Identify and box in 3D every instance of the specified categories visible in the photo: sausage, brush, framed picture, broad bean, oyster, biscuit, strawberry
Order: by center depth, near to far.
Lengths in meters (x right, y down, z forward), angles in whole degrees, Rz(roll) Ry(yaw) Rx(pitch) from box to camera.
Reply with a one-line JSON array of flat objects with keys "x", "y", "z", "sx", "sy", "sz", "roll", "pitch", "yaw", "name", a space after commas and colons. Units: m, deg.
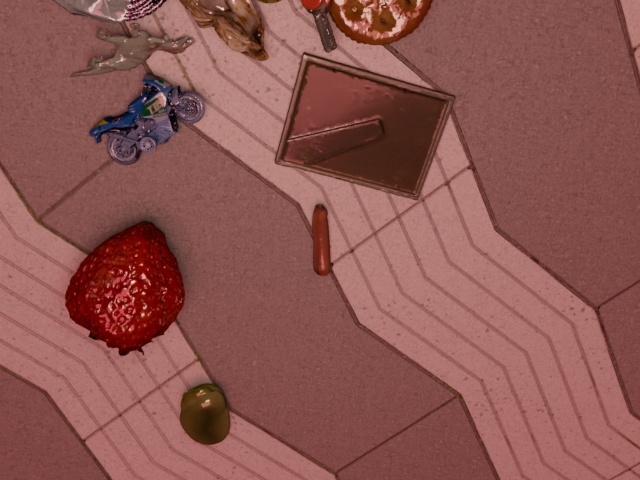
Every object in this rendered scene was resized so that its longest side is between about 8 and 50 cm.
[{"x": -0.207, "y": -0.473, "z": 1.389, "sx": 0.110, "sy": 0.166, "sz": 0.341, "roll": 0, "pitch": 150, "yaw": 31, "name": "oyster"}, {"x": -0.023, "y": -0.517, "z": 1.408, "sx": 0.070, "sy": 0.051, "sz": 0.323, "roll": -12, "pitch": 102, "yaw": 28, "name": "brush"}, {"x": 0.114, "y": -0.493, "z": 1.459, "sx": 0.220, "sy": 0.066, "sz": 0.221, "roll": -1, "pitch": 113, "yaw": -2, "name": "biscuit"}, {"x": 0.092, "y": -0.237, "z": 1.594, "sx": 0.335, "sy": 0.022, "sz": 0.247, "roll": 13, "pitch": 113, "yaw": -9, "name": "framed picture"}, {"x": -0.410, "y": 0.090, "z": 1.610, "sx": 0.257, "sy": 0.257, "sz": 0.277, "roll": 22, "pitch": 96, "yaw": -12, "name": "strawberry"}, {"x": 0.001, "y": 0.000, "z": 1.682, "sx": 0.040, "sy": 0.047, "sz": 0.177, "roll": 3, "pitch": 117, "yaw": 9, "name": "sausage"}, {"x": -0.286, "y": 0.432, "z": 1.844, "sx": 0.124, "sy": 0.082, "sz": 0.175, "roll": 1, "pitch": 113, "yaw": -5, "name": "broad bean"}]

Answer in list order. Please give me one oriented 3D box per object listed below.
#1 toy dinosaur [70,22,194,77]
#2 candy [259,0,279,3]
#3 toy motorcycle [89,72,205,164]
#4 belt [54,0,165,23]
[{"x": -0.394, "y": -0.368, "z": 1.497, "sx": 0.242, "sy": 0.167, "sz": 0.053, "roll": -26, "pitch": 70, "yaw": 31, "name": "toy dinosaur"}, {"x": -0.149, "y": -0.593, "z": 1.404, "sx": 0.091, "sy": 0.083, "sz": 0.305, "roll": -35, "pitch": 106, "yaw": -20, "name": "candy"}, {"x": -0.361, "y": -0.255, "z": 1.533, "sx": 0.254, "sy": 0.092, "sz": 0.136, "roll": -29, "pitch": 103, "yaw": 20, "name": "toy motorcycle"}, {"x": -0.422, "y": -0.550, "z": 1.382, "sx": 0.325, "sy": 0.122, "sz": 0.260, "roll": 37, "pitch": 101, "yaw": -20, "name": "belt"}]
